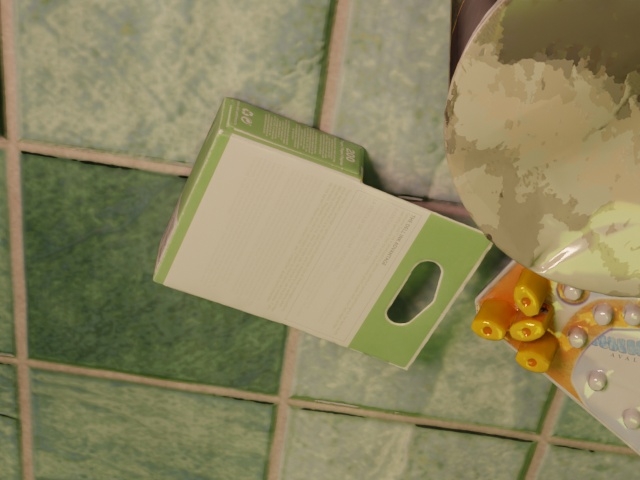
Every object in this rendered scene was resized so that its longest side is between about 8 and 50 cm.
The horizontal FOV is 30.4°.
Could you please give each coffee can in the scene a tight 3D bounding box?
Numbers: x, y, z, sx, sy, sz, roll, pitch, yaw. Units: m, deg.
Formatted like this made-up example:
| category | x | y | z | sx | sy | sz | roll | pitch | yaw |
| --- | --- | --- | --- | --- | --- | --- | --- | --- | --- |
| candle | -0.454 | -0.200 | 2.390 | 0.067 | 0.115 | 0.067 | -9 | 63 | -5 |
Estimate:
| category | x | y | z | sx | sy | sz | roll | pitch | yaw |
| --- | --- | --- | --- | --- | --- | --- | --- | --- | --- |
| coffee can | 0.170 | -0.131 | 0.642 | 0.202 | 0.275 | 0.201 | 3 | 128 | 4 |

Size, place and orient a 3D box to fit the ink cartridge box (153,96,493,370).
| category | x | y | z | sx | sy | sz | roll | pitch | yaw |
| --- | --- | --- | --- | --- | --- | --- | --- | --- | --- |
| ink cartridge box | 0.000 | 0.000 | 0.962 | 0.235 | 0.056 | 0.171 | 19 | 128 | -13 |

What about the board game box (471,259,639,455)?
| category | x | y | z | sx | sy | sz | roll | pitch | yaw |
| --- | --- | --- | --- | --- | --- | --- | --- | --- | --- |
| board game box | 0.364 | 0.063 | 0.836 | 0.390 | 0.050 | 0.390 | 40 | 124 | 1 |
